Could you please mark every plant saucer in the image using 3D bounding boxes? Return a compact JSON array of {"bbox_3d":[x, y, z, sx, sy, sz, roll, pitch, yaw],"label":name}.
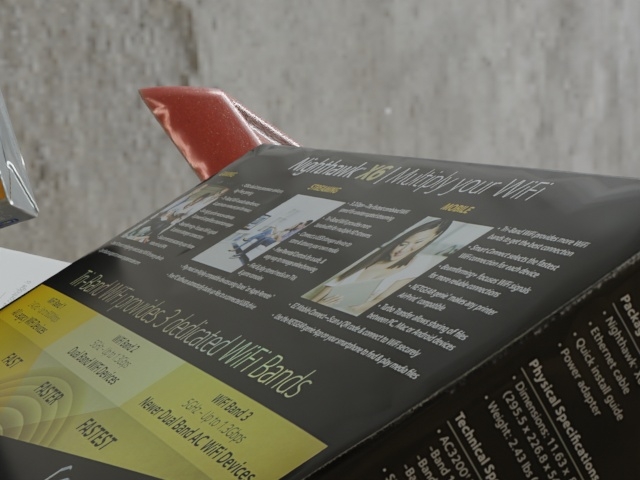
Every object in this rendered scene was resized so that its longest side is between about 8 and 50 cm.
[{"bbox_3d":[0.000,0.000,1.138,0.259,0.048,0.258,53,8,19],"label":"plant saucer"}]

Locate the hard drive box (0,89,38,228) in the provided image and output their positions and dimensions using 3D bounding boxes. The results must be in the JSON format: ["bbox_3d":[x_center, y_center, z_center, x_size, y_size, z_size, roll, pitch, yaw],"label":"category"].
[{"bbox_3d":[-0.340,-0.069,1.084,0.089,0.232,0.181,56,15,-84],"label":"hard drive box"}]

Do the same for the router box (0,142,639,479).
[{"bbox_3d":[-0.047,0.069,0.448,0.243,0.309,0.081,-33,106,-15],"label":"router box"}]

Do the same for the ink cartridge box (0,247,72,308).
[{"bbox_3d":[-0.242,0.113,1.220,0.207,0.353,0.119,-55,153,-54],"label":"ink cartridge box"}]
